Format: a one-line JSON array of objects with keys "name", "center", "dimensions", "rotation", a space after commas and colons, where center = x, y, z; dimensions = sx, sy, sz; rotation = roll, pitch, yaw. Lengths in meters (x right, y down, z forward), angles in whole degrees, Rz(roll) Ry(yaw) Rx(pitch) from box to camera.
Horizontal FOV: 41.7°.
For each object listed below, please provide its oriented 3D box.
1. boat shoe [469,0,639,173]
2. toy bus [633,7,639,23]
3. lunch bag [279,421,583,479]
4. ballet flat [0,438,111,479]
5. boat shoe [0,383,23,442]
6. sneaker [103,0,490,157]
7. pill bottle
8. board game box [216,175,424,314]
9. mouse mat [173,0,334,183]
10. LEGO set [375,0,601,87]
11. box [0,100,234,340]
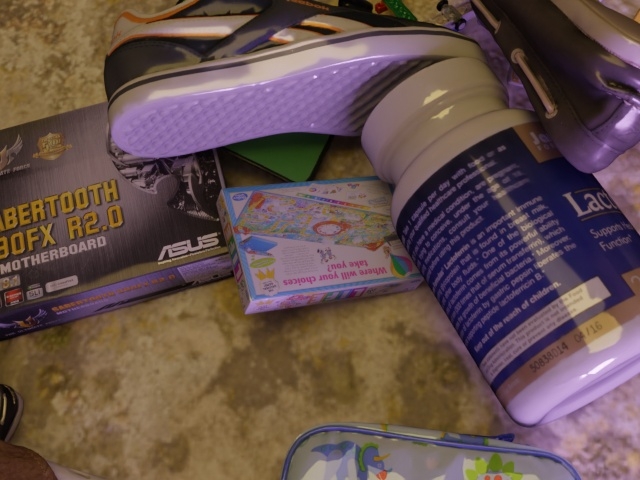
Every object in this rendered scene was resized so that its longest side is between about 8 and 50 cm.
[{"name": "boat shoe", "center": [0.170, -0.169, 0.673], "dimensions": [0.112, 0.095, 0.335], "rotation": [18, 29, -20]}, {"name": "toy bus", "center": [0.372, -0.160, 0.681], "dimensions": [0.211, 0.149, 0.220], "rotation": [46, 49, 13]}, {"name": "lunch bag", "center": [0.075, 0.220, 0.593], "dimensions": [0.219, 0.090, 0.176], "rotation": [5, 68, 7]}, {"name": "ballet flat", "center": [-0.167, 0.245, 0.593], "dimensions": [0.342, 0.116, 0.124], "rotation": [48, 38, 15]}, {"name": "boat shoe", "center": [-0.277, 0.175, 0.673], "dimensions": [0.046, 0.038, 0.125], "rotation": [14, 68, 11]}, {"name": "sneaker", "center": [-0.020, -0.160, 0.705], "dimensions": [0.321, 0.126, 0.127], "rotation": [-7, 65, -14]}, {"name": "pill bottle", "center": [0.147, -0.005, 0.651], "dimensions": [0.153, 0.153, 0.264], "rotation": [-27, 67, -7]}, {"name": "board game box", "center": [0.000, 0.000, 0.700], "dimensions": [0.154, 0.026, 0.103], "rotation": [-6, 63, -22]}, {"name": "mouse mat", "center": [-0.070, -0.141, 0.768], "dimensions": [0.190, 0.007, 0.152], "rotation": [26, 57, -1]}, {"name": "LEGO set", "center": [0.145, -0.218, 0.816], "dimensions": [0.245, 0.060, 0.182], "rotation": [14, 62, 4]}, {"name": "box", "center": [-0.197, -0.030, 0.747], "dimensions": [0.231, 0.056, 0.183], "rotation": [-15, 66, -2]}]
